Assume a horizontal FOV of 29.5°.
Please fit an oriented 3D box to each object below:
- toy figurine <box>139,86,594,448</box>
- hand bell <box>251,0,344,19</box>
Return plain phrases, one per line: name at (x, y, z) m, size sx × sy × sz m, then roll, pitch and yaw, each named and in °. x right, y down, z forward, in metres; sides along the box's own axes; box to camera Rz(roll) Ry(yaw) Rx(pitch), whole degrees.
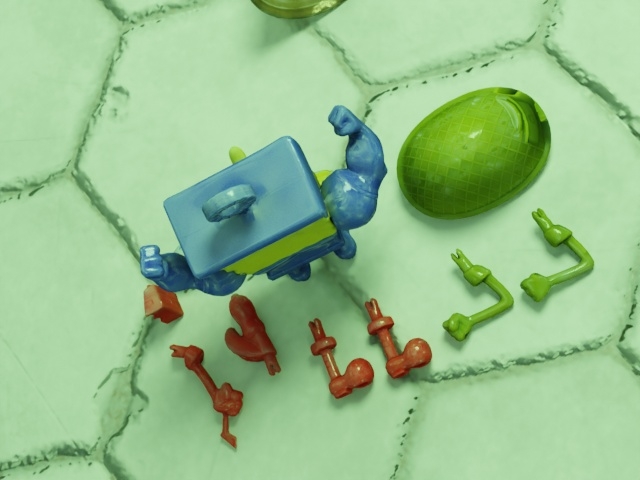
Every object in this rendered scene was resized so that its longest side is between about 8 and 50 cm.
toy figurine at (0.000, 0.000, 0.890) m, size 0.362 × 0.217 × 0.191 m, roll -25°, pitch 70°, yaw 14°
hand bell at (-0.052, -0.318, 1.065) m, size 0.126 × 0.126 × 0.242 m, roll -35°, pitch 55°, yaw 10°
